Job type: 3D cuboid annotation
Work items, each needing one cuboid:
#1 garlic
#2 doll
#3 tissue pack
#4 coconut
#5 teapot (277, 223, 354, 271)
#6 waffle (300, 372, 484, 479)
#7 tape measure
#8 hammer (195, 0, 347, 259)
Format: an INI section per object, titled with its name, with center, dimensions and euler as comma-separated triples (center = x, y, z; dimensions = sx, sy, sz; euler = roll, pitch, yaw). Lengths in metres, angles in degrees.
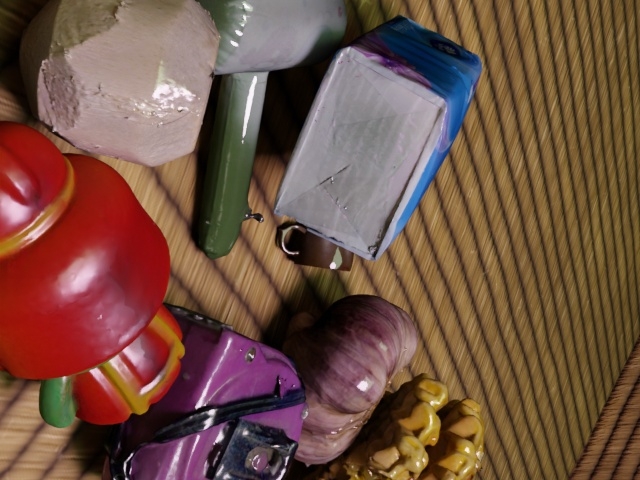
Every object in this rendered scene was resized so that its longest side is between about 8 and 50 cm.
[garlic]
center = 0.014, 0.163, 1.203
dimensions = 0.245, 0.160, 0.245
euler = -52, 176, -5
[doll]
center = -0.219, 0.023, 0.783
dimensions = 0.183, 0.160, 0.363
euler = -52, 142, -25
[tissue pack]
center = 0.075, -0.125, 1.051
dimensions = 0.198, 0.146, 0.263
euler = -65, 175, 25
[coconut]
center = -0.170, -0.145, 0.778
dimensions = 0.161, 0.162, 0.161
euler = -167, -90, -81
[teapot]
center = 0.000, 0.000, 1.178
dimensions = 0.121, 0.076, 0.068
euler = 8, 89, -27
[waffle]
center = 0.079, 0.327, 1.257
dimensions = 0.324, 0.151, 0.261
euler = -43, -178, 31
[tape measure]
center = -0.123, 0.206, 1.023
dimensions = 0.245, 0.149, 0.232
euler = 30, 79, -57
[hammer]
center = -0.082, -0.129, 0.970
dimensions = 0.206, 0.118, 0.336
euler = -18, 127, -49
